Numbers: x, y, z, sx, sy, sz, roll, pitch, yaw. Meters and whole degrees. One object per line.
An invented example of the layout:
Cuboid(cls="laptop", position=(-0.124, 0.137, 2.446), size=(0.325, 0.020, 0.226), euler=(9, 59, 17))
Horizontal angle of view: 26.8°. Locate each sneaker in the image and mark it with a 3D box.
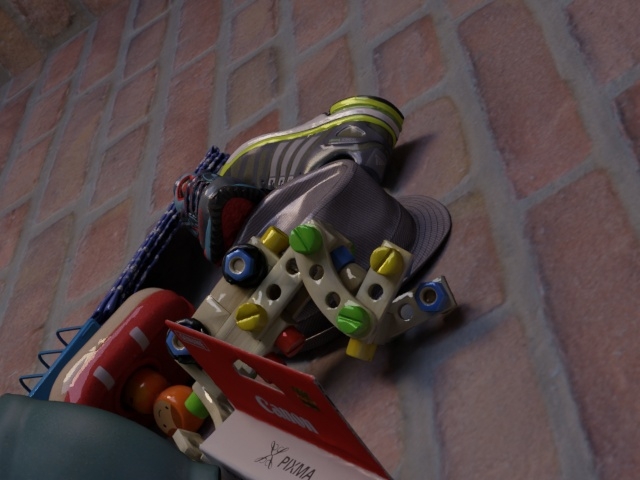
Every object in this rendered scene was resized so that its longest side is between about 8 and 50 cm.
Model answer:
Cuboid(cls="sneaker", position=(-0.138, -0.032, 1.658), size=(0.104, 0.125, 0.262), euler=(-54, -7, -9))
Cuboid(cls="sneaker", position=(-0.028, -0.082, 1.747), size=(0.300, 0.111, 0.121), euler=(-27, 35, 33))

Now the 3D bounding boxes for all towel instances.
Cuboid(cls="towel", position=(-0.246, 0.039, 1.833), size=(0.243, 0.040, 0.336), euler=(-45, 11, 50))

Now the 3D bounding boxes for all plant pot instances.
Cuboid(cls="plant pot", position=(-0.184, 0.283, 1.173), size=(0.196, 0.293, 0.293), euler=(2, 31, -2))

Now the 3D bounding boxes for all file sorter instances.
Cuboid(cls="file sorter", position=(-0.313, 0.200, 1.638), size=(0.104, 0.118, 0.170), euler=(-10, 37, 50))

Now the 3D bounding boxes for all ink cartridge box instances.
Cuboid(cls="ink cartridge box", position=(-0.024, 0.189, 1.126), size=(0.060, 0.239, 0.275), euler=(-46, 26, -18))

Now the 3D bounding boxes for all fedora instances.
Cuboid(cls="fedora", position=(0.000, 0.000, 1.544), size=(0.275, 0.124, 0.244), euler=(-38, 26, 1))

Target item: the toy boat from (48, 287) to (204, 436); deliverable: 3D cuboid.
Cuboid(cls="toy boat", position=(-0.196, 0.177, 1.531), size=(0.151, 0.151, 0.231), euler=(26, 63, 31))

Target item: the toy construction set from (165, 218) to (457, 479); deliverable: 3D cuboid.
Cuboid(cls="toy construction set", position=(-0.038, 0.111, 1.383), size=(0.215, 0.151, 0.328), euler=(40, 85, 20))
